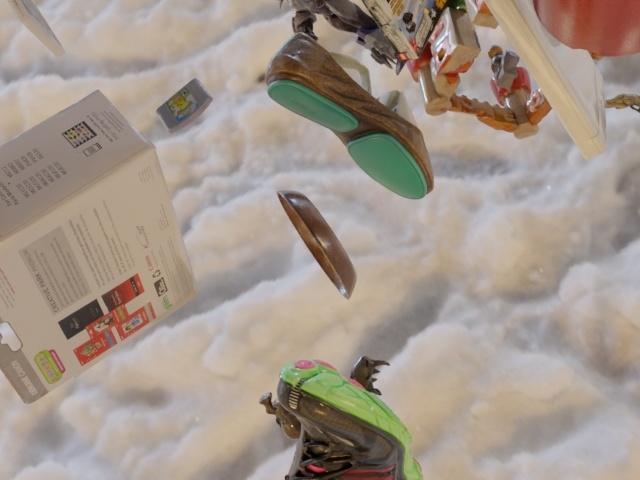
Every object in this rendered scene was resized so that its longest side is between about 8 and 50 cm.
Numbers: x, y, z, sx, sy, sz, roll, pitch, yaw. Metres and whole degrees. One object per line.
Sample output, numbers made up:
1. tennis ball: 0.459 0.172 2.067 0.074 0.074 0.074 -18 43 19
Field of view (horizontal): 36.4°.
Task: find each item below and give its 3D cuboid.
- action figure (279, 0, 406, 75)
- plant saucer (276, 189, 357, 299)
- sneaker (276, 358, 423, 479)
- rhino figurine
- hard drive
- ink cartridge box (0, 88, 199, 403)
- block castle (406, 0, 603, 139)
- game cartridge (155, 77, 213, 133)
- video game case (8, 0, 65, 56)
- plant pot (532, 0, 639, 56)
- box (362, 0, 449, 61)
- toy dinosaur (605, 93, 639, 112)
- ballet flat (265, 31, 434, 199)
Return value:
1. action figure: 0.020 -0.365 1.544 0.285 0.185 0.099 30 82 0
2. plant saucer: 0.000 0.000 1.255 0.029 0.168 0.168 -33 46 -4
3. sneaker: 0.038 0.362 1.595 0.185 0.483 0.202 30 69 38
4. rhino figurine: 0.018 0.279 1.766 0.243 0.106 0.073 -29 21 6
5. hard drive: 0.344 -0.324 1.507 0.047 0.353 0.233 -24 31 30
6. ink cartridge box: -0.314 0.019 1.186 0.272 0.309 0.130 -35 59 -20
7. block castle: 0.383 -0.429 1.874 0.453 0.303 0.212 125 147 -45
8. game cartridge: -0.203 -0.200 1.457 0.083 0.017 0.056 -40 63 4
9. video game case: -0.492 -0.397 1.585 0.022 0.190 0.173 -33 85 -3
10. plant pot: 0.363 -0.377 1.167 0.272 0.265 0.272 -4 64 8
11. box: 0.102 -0.279 1.079 0.027 0.094 0.137 -2 48 42
12. toy dinosaur: 0.655 -0.242 1.805 0.268 0.118 0.064 24 91 24
13. ballet flat: 0.061 -0.190 1.430 0.116 0.342 0.124 -12 54 48
